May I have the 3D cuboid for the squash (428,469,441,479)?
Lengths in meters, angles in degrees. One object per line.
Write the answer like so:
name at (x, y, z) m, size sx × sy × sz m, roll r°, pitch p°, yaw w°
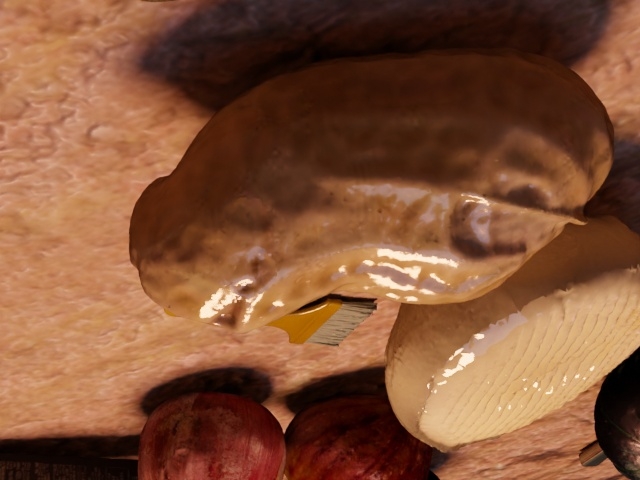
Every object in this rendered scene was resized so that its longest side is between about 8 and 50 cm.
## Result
squash at (0.068, 0.367, 1.515) m, size 0.218 × 0.172 × 0.218 m, roll -21°, pitch 152°, yaw -12°

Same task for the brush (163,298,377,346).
brush at (-0.051, 0.071, 1.134) m, size 0.205 × 0.011 × 0.083 m, roll 8°, pitch 146°, yaw -30°

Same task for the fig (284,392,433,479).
fig at (0.061, 0.234, 1.306) m, size 0.202 × 0.149 × 0.148 m, roll -10°, pitch -163°, yaw 22°

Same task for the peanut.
peanut at (0.038, -0.043, 0.829) m, size 0.340 × 0.158 × 0.174 m, roll -3°, pitch 111°, yaw -8°

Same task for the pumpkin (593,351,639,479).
pumpkin at (0.411, 0.207, 1.388) m, size 0.194 × 0.150 × 0.194 m, roll -7°, pitch 138°, yaw -6°

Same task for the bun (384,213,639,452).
bun at (0.170, 0.067, 1.078) m, size 0.287 × 0.146 × 0.287 m, roll -23°, pitch 153°, yaw -12°

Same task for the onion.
onion at (-0.111, 0.251, 1.235) m, size 0.159 × 0.195 × 0.159 m, roll 0°, pitch 152°, yaw 0°

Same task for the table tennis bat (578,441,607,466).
table tennis bat at (0.427, 0.227, 1.568) m, size 0.154 × 0.021 × 0.274 m, roll 6°, pitch 143°, yaw -28°

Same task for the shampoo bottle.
shampoo bottle at (-0.248, 0.282, 1.288) m, size 0.309 × 0.098 × 0.071 m, roll 6°, pitch 130°, yaw -16°
